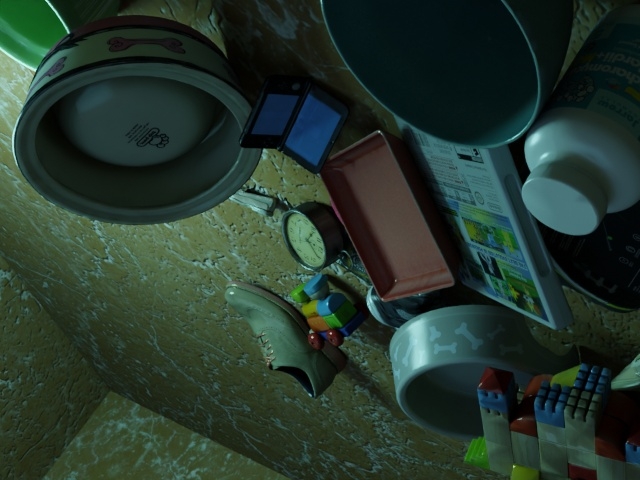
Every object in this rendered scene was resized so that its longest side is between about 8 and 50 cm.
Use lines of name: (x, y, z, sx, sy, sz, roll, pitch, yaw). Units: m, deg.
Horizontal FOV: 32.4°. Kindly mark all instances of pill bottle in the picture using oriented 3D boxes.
pill bottle: (0.327, -0.133, 1.246, 0.146, 0.264, 0.146, 27, 154, 15)

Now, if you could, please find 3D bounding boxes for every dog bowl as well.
dog bowl: (0.294, 0.254, 2.000, 0.348, 0.102, 0.349, 6, 144, 5)
dog bowl: (-0.305, -0.205, 1.850, 0.408, 0.150, 0.408, -7, 144, -5)

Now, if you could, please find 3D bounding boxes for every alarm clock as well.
alarm clock: (0.000, 0.000, 2.088, 0.192, 0.064, 0.129, 37, 140, 37)

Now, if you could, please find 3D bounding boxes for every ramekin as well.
ramekin: (-0.488, -0.437, 1.878, 0.303, 0.148, 0.303, 29, 155, 15)

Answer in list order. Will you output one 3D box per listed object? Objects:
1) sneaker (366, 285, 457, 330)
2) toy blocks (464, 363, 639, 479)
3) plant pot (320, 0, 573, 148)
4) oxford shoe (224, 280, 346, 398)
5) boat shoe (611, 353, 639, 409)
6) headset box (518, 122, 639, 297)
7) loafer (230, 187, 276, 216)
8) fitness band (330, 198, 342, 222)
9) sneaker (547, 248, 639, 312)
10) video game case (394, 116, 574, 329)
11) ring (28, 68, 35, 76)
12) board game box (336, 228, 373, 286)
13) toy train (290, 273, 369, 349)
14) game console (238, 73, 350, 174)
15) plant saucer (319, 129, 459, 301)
sneaker: (0.222, 0.133, 2.039, 0.268, 0.101, 0.153, 27, 147, 2)
toy blocks: (0.418, 0.307, 1.807, 0.381, 0.191, 0.261, 12, 140, 25)
plant pot: (0.173, -0.277, 1.256, 0.290, 0.195, 0.290, 32, 152, 19)
oxford shoe: (-0.100, 0.230, 2.580, 0.348, 0.130, 0.123, 39, 155, -7)
boat shoe: (0.557, 0.210, 1.764, 0.109, 0.098, 0.302, 25, 160, -2)
headset box: (0.390, -0.068, 1.438, 0.283, 0.131, 0.246, 29, 155, 14)
loafer: (-0.139, -0.085, 2.198, 0.125, 0.039, 0.045, 25, -174, 27)
fitness band: (0.142, -0.048, 1.890, 0.291, 0.054, 0.209, 1, 136, 49)
sneaker: (0.361, 0.019, 1.683, 0.300, 0.111, 0.121, 34, 163, 21)
video game case: (0.222, -0.044, 1.556, 0.300, 0.036, 0.329, 66, 170, -14)
ring: (-0.474, -0.335, 2.182, 0.336, 0.032, 0.337, 29, 154, 16)
board game box: (0.093, 0.027, 2.103, 0.126, 0.026, 0.186, 33, 155, 5)
toy train: (-0.015, 0.153, 2.387, 0.143, 0.105, 0.248, 52, 152, -10)
game console: (-0.044, -0.184, 1.770, 0.085, 0.124, 0.144, 56, 133, 36)
plant saucer: (0.113, -0.039, 1.752, 0.259, 0.047, 0.258, 63, 156, -2)
